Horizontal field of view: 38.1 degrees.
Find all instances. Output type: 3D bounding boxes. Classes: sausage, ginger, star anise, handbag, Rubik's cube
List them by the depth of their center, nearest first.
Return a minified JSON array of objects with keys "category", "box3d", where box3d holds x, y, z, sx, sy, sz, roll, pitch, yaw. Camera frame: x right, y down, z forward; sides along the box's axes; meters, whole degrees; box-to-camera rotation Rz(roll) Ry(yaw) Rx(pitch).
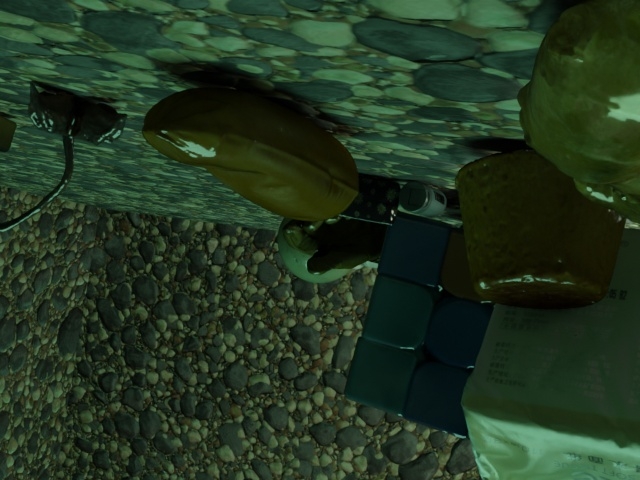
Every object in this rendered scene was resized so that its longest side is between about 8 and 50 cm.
[{"category":"ginger","box3d":[0.255,-0.066,0.650,0.363,0.122,0.348,-1,172,-20]},{"category":"sausage","box3d":[-0.067,-0.099,1.028,0.134,0.116,0.354,23,-179,25]},{"category":"star anise","box3d":[-0.365,-0.090,1.209,0.218,0.227,0.148,20,-170,31]},{"category":"handbag","box3d":[0.076,-0.079,1.580,0.115,0.072,0.139,9,-170,1]},{"category":"Rubik's cube","box3d":[0.286,0.161,1.666,0.346,0.344,0.347,14,179,21]}]

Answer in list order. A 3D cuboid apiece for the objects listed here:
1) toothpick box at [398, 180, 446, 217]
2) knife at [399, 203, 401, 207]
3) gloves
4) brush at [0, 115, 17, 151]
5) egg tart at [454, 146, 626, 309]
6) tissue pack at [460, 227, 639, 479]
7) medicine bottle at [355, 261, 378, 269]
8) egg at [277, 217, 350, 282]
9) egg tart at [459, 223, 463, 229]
[{"category":"toothpick box","box3d":[0.170,-0.067,1.535,0.052,0.052,0.083,7,178,31]},{"category":"knife","box3d":[0.193,-0.069,1.858,0.096,0.010,0.027,5,175,23]},{"category":"gloves","box3d":[0.042,-0.022,1.719,0.331,0.154,0.141,7,-153,-49]},{"category":"brush","box3d":[-0.572,-0.182,1.412,0.123,0.059,0.197,9,178,21]},{"category":"egg tart","box3d":[0.263,-0.015,1.087,0.215,0.171,0.215,4,164,1]},{"category":"tissue pack","box3d":[0.418,0.158,1.148,0.405,0.332,0.205,5,139,26]},{"category":"medicine bottle","box3d":[0.057,-0.004,2.236,0.258,0.143,0.143,9,177,23]},{"category":"egg","box3d":[0.000,0.000,2.028,0.186,0.186,0.253,8,-179,11]},{"category":"egg tart","box3d":[0.396,0.012,1.977,0.291,0.107,0.291,12,-179,0]}]
